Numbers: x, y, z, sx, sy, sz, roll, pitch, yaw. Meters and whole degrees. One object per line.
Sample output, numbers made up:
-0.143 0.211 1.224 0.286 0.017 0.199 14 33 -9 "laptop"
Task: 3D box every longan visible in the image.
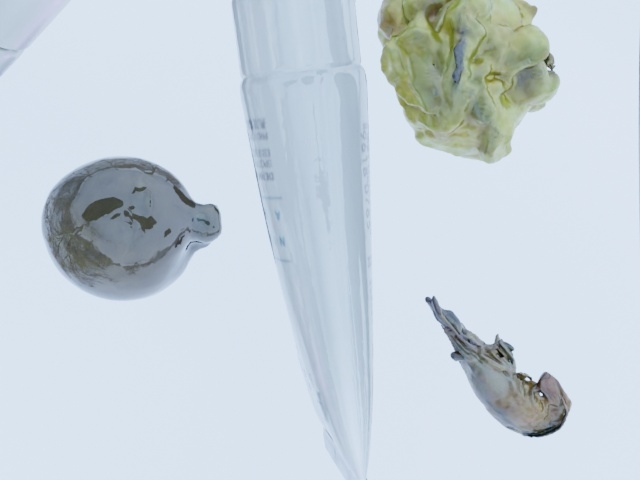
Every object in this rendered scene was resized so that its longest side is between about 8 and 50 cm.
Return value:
-0.214 -0.013 1.050 0.204 0.185 0.159 -6 -124 4 "longan"

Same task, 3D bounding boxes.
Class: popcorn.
0.200 -0.246 1.277 0.252 0.215 0.286 -32 -65 -22 "popcorn"

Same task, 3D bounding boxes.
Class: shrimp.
0.241 0.155 1.221 0.262 0.117 0.066 56 -152 -20 "shrimp"

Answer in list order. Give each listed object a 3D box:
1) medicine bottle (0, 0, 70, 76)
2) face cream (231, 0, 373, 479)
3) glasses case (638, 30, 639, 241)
-0.305 -0.155 0.690 0.130 0.341 0.130 46 -163 -18 "medicine bottle"
0.000 0.000 0.434 0.058 0.092 0.244 -8 -80 -8 "face cream"
0.238 -0.053 0.467 0.156 0.425 0.098 -37 -128 -7 "glasses case"
